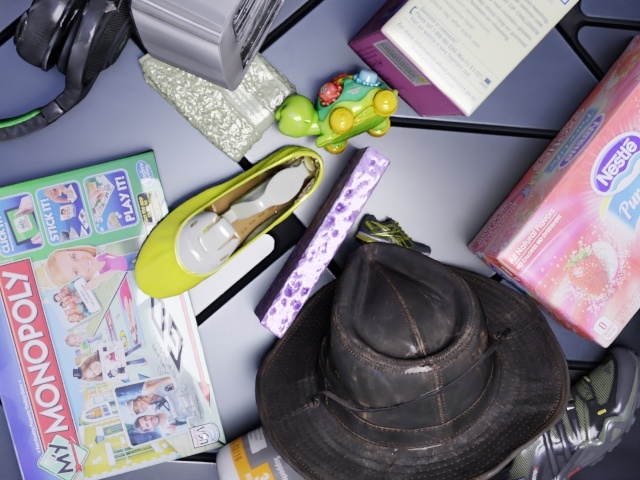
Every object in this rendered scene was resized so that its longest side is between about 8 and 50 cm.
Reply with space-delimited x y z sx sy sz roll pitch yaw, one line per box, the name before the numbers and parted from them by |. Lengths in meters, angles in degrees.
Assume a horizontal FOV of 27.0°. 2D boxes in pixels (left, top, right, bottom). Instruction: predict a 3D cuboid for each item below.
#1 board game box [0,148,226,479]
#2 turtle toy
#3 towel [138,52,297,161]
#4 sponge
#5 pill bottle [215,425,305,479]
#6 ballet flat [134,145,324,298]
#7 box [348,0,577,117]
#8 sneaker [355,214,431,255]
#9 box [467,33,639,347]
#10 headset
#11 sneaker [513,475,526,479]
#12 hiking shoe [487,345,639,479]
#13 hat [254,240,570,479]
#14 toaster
board game box | -0.237 0.085 1.381 0.214 0.046 0.317 -14 96 -6
turtle toy | 0.019 -0.133 1.370 0.130 0.095 0.066 -22 79 -10
towel | -0.105 -0.164 1.384 0.110 0.027 0.148 -44 98 0
sponge | 0.000 0.000 1.364 0.031 0.117 0.210 32 91 -6
pill bottle | 0.047 0.223 1.360 0.278 0.162 0.162 -28 97 0
ballet flat | -0.087 -0.024 1.344 0.231 0.077 0.077 -37 103 -18
box | 0.162 -0.247 1.313 0.117 0.213 0.243 44 89 -9
sneaker | 0.080 -0.005 1.416 0.083 0.031 0.035 16 89 -10
box | 0.312 -0.058 1.383 0.154 0.142 0.300 40 89 -8
headset | -0.278 -0.259 1.276 0.394 0.185 0.243 -40 99 10
sneaker | 0.097 0.361 1.315 0.319 0.112 0.131 -29 80 -6
hiking shoe | 0.249 0.194 1.425 0.114 0.086 0.227 37 91 -12
hat | 0.072 0.088 1.271 0.331 0.331 0.134 -20 127 -5
toaster | -0.106 -0.245 1.283 0.110 0.168 0.185 26 79 8
